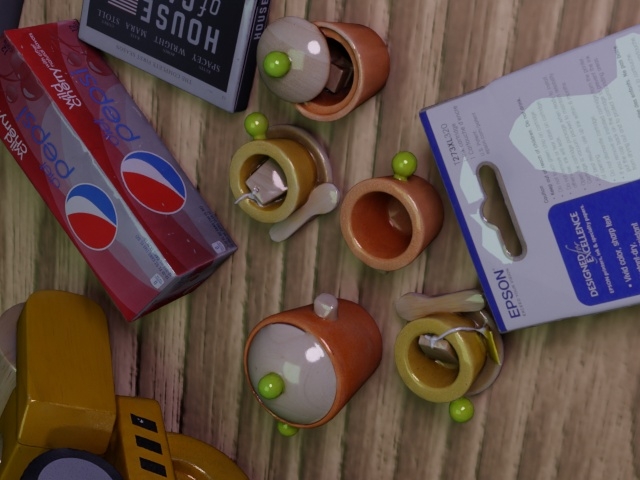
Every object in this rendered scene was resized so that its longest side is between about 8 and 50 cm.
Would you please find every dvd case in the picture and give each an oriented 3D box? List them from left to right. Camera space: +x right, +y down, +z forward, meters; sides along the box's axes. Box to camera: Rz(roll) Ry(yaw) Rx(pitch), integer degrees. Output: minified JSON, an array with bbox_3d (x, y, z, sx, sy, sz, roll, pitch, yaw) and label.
[{"bbox_3d":[-0.110,-0.246,0.947,0.179,0.029,0.239,28,118,24],"label":"dvd case"}]

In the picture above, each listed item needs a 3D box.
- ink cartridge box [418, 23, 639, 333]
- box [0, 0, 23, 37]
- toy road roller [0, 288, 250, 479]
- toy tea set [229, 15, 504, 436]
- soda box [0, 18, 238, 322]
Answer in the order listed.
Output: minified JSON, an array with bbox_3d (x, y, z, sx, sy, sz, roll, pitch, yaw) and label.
[{"bbox_3d":[0.254,-0.064,0.741,0.371,0.069,0.176,-18,96,34],"label":"ink cartridge box"},{"bbox_3d":[-0.364,-0.216,0.995,0.076,0.242,0.307,33,120,21],"label":"box"},{"bbox_3d":[-0.198,0.225,1.087,0.202,0.240,0.329,-58,34,32],"label":"toy road roller"},{"bbox_3d":[0.000,0.000,0.893,0.200,0.124,0.336,-15,97,36],"label":"toy tea set"},{"bbox_3d":[-0.194,-0.064,1.022,0.083,0.092,0.263,-42,81,37],"label":"soda box"}]
